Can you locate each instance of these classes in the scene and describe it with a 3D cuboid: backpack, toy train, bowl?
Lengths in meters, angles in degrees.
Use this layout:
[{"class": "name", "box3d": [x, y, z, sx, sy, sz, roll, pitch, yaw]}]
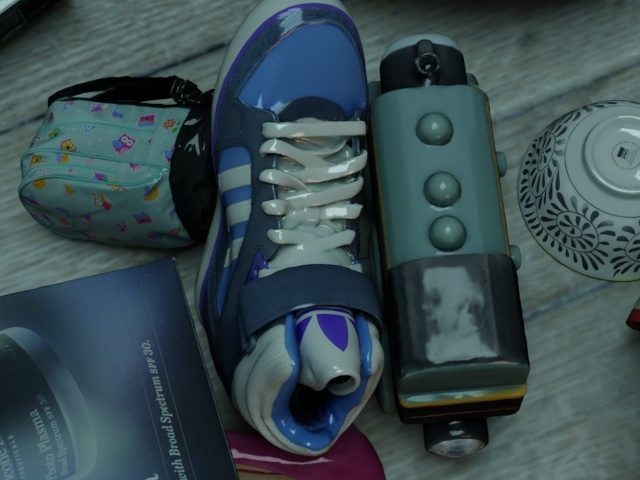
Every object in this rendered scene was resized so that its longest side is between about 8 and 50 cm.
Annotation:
[{"class": "backpack", "box3d": [-0.160, -0.060, 1.311, 0.182, 0.152, 0.115, 8, 54, 17]}, {"class": "toy train", "box3d": [0.096, 0.000, 1.258, 0.142, 0.190, 0.333, -3, 68, -1]}, {"class": "bowl", "box3d": [0.256, -0.057, 1.340, 0.170, 0.080, 0.170, 0, 68, 1]}]

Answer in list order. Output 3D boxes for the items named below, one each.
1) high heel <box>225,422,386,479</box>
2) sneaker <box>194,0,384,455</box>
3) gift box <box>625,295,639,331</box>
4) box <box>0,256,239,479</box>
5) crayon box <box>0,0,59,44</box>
[{"class": "high heel", "box3d": [-0.071, 0.203, 1.237, 0.244, 0.082, 0.117, -16, 58, -20]}, {"class": "sneaker", "box3d": [-0.001, 0.000, 1.162, 0.130, 0.322, 0.236, 1, 29, -25]}, {"class": "gift box", "box3d": [0.367, 0.088, 1.173, 0.258, 0.255, 0.276, 12, 79, 3]}, {"class": "box", "box3d": [-0.204, 0.203, 1.071, 0.294, 0.182, 0.296, -13, 59, -12]}, {"class": "crayon box", "box3d": [-0.394, -0.295, 1.389, 0.202, 0.081, 0.318, -37, 88, -6]}]
